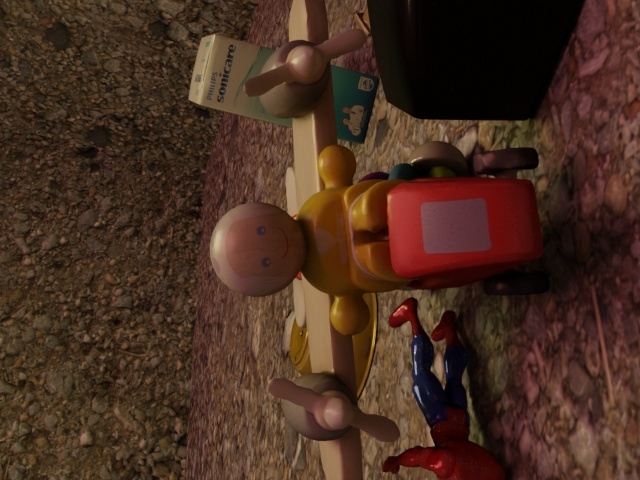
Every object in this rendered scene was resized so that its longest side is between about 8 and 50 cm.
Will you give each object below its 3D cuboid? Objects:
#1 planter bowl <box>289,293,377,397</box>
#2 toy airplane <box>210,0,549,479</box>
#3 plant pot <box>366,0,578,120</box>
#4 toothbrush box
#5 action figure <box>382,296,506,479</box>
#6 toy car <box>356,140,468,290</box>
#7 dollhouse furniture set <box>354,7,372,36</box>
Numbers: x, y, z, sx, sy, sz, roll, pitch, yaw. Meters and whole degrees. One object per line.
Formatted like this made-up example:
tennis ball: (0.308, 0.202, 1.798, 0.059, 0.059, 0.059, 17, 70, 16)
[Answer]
planter bowl: (0.007, 0.150, 1.325, 0.217, 0.091, 0.217, -170, 90, -75)
toy airplane: (0.000, 0.000, 0.849, 0.386, 0.273, 0.384, 53, 131, 34)
plant pot: (0.153, -0.221, 0.923, 0.187, 0.188, 0.166, -123, 33, -68)
toothbrush box: (-0.074, -0.271, 1.530, 0.216, 0.296, 0.126, -137, 59, -73)
action figure: (0.115, 0.204, 0.898, 0.280, 0.092, 0.139, -99, 32, -55)
toy car: (0.096, -0.034, 1.043, 0.182, 0.136, 0.159, 134, 144, -64)
dollhouse furniture set: (0.085, -0.444, 1.254, 0.242, 0.212, 0.161, 62, 145, 24)
